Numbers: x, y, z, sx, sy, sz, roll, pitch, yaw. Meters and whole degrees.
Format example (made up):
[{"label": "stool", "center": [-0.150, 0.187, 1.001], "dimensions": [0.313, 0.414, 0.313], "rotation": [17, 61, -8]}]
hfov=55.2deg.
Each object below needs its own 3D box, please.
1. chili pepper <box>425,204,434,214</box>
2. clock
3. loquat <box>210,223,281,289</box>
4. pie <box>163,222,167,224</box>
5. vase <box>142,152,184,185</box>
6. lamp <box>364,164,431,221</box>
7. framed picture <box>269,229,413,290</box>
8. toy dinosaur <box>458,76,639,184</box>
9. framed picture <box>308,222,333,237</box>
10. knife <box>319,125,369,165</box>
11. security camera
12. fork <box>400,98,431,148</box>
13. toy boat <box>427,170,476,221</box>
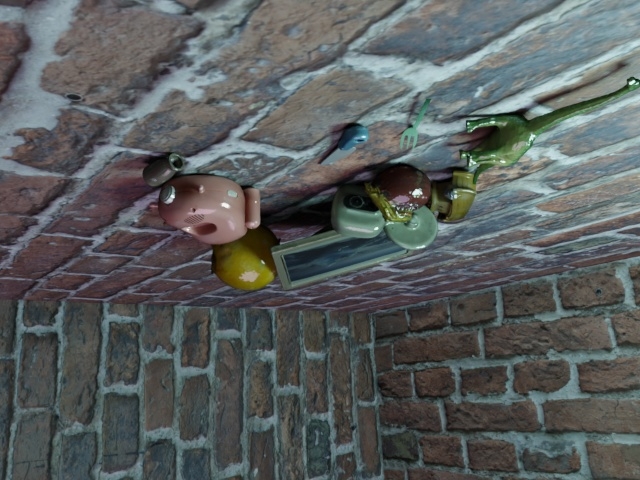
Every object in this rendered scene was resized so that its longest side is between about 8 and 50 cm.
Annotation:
[{"label": "chili pepper", "center": [0.296, -0.083, 1.861], "dimensions": [0.123, 0.070, 0.073], "rotation": [14, 131, -46]}, {"label": "clock", "center": [-0.309, -0.080, 1.590], "dimensions": [0.227, 0.142, 0.241], "rotation": [-13, 159, 34]}, {"label": "loquat", "center": [-0.226, 0.043, 1.931], "dimensions": [0.244, 0.243, 0.244], "rotation": [-3, 166, -1]}, {"label": "pie", "center": [-0.381, -0.062, 1.855], "dimensions": [0.191, 0.033, 0.088], "rotation": [-1, -179, -16]}, {"label": "vase", "center": [-0.361, -0.164, 1.410], "dimensions": [0.101, 0.053, 0.053], "rotation": [-20, 159, 38]}, {"label": "lamp", "center": [0.205, -0.116, 1.562], "dimensions": [0.157, 0.134, 0.156], "rotation": [-13, 163, 29]}, {"label": "framed picture", "center": [0.079, 0.032, 1.853], "dimensions": [0.447, 0.028, 0.326], "rotation": [-16, 157, -3]}, {"label": "toy dinosaur", "center": [0.462, -0.227, 1.324], "dimensions": [0.301, 0.087, 0.447], "rotation": [-12, 167, 5]}, {"label": "framed picture", "center": [0.000, 0.000, 1.944], "dimensions": [0.274, 0.017, 0.217], "rotation": [-34, 168, -6]}, {"label": "knife", "center": [0.055, -0.208, 1.395], "dimensions": [0.058, 0.032, 0.244], "rotation": [-8, 172, -16]}, {"label": "security camera", "center": [0.178, -0.066, 1.653], "dimensions": [0.302, 0.157, 0.080], "rotation": [10, 147, -5]}, {"label": "fork", "center": [0.203, -0.248, 1.278], "dimensions": [0.039, 0.021, 0.235], "rotation": [-6, 165, -5]}, {"label": "toy boat", "center": [0.357, -0.114, 1.708], "dimensions": [0.122, 0.088, 0.321], "rotation": [2, 168, 4]}]
